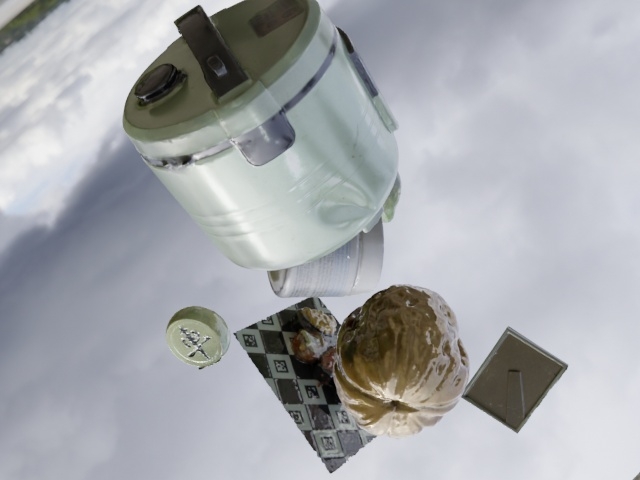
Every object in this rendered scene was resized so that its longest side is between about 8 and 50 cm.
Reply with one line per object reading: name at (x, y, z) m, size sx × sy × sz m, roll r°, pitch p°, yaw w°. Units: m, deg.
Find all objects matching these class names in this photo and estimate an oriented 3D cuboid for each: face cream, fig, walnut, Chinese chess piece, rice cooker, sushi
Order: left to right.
Chinese chess piece at (-0.157, 0.123, 1.147) m, size 0.084 × 0.084 × 0.034 m, roll -27°, pitch -160°, yaw 30°
rice cooker at (-0.054, -0.111, 0.846) m, size 0.226 × 0.244 × 0.226 m, roll -25°, pitch -144°, yaw 19°
face cream at (0.000, 0.000, 1.394) m, size 0.153 × 0.177 × 0.177 m, roll 0°, pitch -163°, yaw -15°
sushi at (0.020, 0.227, 1.585) m, size 0.264 × 0.290 × 0.050 m, roll -22°, pitch 159°, yaw -50°
fig at (0.125, -0.108, 1.985) m, size 0.123 × 0.156 × 0.123 m, roll -17°, pitch -138°, yaw 16°
walnut at (0.092, 0.132, 1.018) m, size 0.155 × 0.155 × 0.184 m, roll -30°, pitch -156°, yaw 24°

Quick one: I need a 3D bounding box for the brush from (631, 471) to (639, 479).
brush at (0.344, 0.183, 0.692) m, size 0.166 × 0.174 × 0.266 m, roll -55°, pitch 161°, yaw -4°

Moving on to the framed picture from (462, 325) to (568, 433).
framed picture at (0.300, 0.219, 1.402) m, size 0.149 × 0.109 × 0.011 m, roll -61°, pitch 170°, yaw 26°
